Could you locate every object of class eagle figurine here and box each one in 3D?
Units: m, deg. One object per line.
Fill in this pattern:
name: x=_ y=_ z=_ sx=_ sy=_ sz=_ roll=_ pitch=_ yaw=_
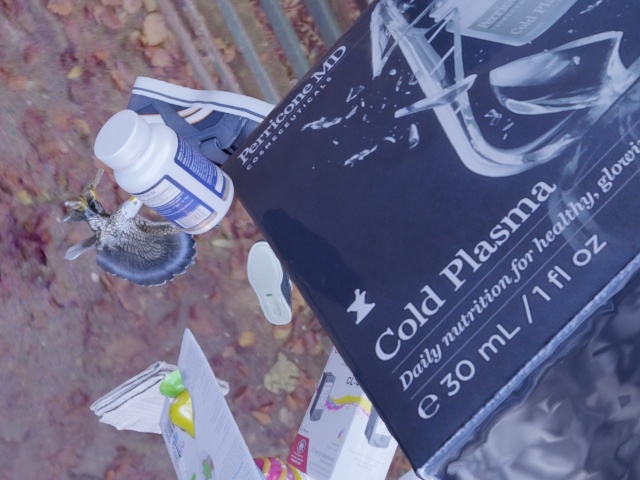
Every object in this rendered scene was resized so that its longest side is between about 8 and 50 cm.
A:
eagle figurine: x=-0.393 y=-0.020 z=1.731 sx=0.298 sy=0.225 sz=0.226 roll=30 pitch=70 yaw=-7

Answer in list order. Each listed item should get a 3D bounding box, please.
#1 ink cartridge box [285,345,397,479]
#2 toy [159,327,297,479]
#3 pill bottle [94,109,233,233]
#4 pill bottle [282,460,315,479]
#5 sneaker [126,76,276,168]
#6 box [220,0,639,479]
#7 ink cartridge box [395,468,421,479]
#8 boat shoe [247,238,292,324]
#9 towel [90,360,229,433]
ink cartridge box: x=0.073 y=0.378 z=1.749 sx=0.131 sy=0.226 sz=0.306 roll=26 pitch=77 yaw=-22
toy: x=-0.052 y=0.192 z=0.601 sx=0.056 sy=0.237 sz=0.137 roll=-11 pitch=141 yaw=-33
pill bottle: x=-0.137 y=-0.060 z=0.712 sx=0.067 sy=0.067 sz=0.120 roll=-55 pitch=134 yaw=-5
pill bottle: x=-0.111 y=0.596 z=1.937 sx=0.208 sy=0.119 sz=0.119 roll=-2 pitch=103 yaw=-52
sneaker: x=-0.154 y=-0.142 z=1.133 sx=0.126 sy=0.321 sz=0.128 roll=19 pitch=88 yaw=-51
box: x=0.221 y=-0.063 z=0.718 sx=0.480 sy=0.472 sz=0.297 roll=-47 pitch=124 yaw=6
ink cartridge box: x=0.252 y=0.490 z=1.292 sx=0.207 sy=0.283 sz=0.117 roll=-5 pitch=147 yaw=-30
boat shoe: x=-0.111 y=0.083 z=1.845 sx=0.084 sy=0.079 sz=0.233 roll=0 pitch=129 yaw=16
towel: x=-0.320 y=0.327 z=1.660 sx=0.187 sy=0.049 sz=0.282 roll=-32 pitch=154 yaw=11
